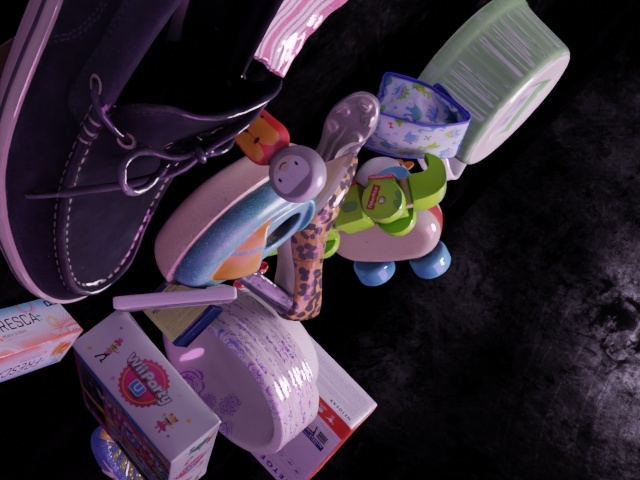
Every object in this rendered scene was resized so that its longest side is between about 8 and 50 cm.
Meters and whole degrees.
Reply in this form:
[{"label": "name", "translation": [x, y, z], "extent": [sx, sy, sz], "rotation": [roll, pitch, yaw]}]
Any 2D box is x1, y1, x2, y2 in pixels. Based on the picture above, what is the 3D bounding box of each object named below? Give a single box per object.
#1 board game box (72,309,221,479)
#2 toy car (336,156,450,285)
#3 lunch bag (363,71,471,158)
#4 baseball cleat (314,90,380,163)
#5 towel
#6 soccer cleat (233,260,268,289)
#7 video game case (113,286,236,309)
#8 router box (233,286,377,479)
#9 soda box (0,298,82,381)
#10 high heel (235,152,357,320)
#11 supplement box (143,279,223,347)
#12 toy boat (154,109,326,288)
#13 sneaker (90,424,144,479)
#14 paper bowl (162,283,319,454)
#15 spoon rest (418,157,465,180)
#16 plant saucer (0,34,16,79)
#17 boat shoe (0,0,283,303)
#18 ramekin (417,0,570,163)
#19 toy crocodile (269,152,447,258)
[{"label": "board game box", "translation": [-0.263, 0.258, 1.466], "extent": [0.097, 0.224, 0.303], "rotation": [-37, 165, -25]}, {"label": "toy car", "translation": [0.128, -0.080, 1.765], "extent": [0.210, 0.219, 0.238], "rotation": [-9, -137, 27]}, {"label": "lunch bag", "translation": [0.155, -0.187, 1.535], "extent": [0.129, 0.151, 0.096], "rotation": [98, 12, -69]}, {"label": "baseball cleat", "translation": [0.040, -0.167, 1.482], "extent": [0.206, 0.072, 0.109], "rotation": [-52, -179, 45]}, {"label": "towel", "translation": [-0.029, -0.252, 1.029], "extent": [0.144, 0.029, 0.197], "rotation": [-47, 168, 6]}, {"label": "soccer cleat", "translation": [-0.126, 0.067, 1.752], "extent": [0.083, 0.029, 0.035], "rotation": [-42, 164, -36]}, {"label": "video game case", "translation": [-0.195, 0.080, 1.311], "extent": [0.157, 0.019, 0.143], "rotation": [-4, 175, -8]}, {"label": "router box", "translation": [-0.091, 0.280, 1.832], "extent": [0.082, 0.335, 0.301], "rotation": [-35, 164, -41]}, {"label": "soda box", "translation": [-0.352, 0.116, 1.084], "extent": [0.058, 0.063, 0.183], "rotation": [-49, 166, 21]}, {"label": "high heel", "translation": [0.000, 0.000, 1.487], "extent": [0.261, 0.093, 0.186], "rotation": [-49, 134, 1]}, {"label": "supplement box", "translation": [-0.208, 0.102, 1.462], "extent": [0.083, 0.083, 0.056], "rotation": [-45, 168, 1]}, {"label": "toy boat", "translation": [-0.083, -0.045, 1.243], "extent": [0.267, 0.148, 0.318], "rotation": [-38, 166, -28]}, {"label": "sneaker", "translation": [-0.385, 0.426, 1.880], "extent": [0.296, 0.131, 0.111], "rotation": [60, 38, -56]}, {"label": "paper bowl", "translation": [-0.116, 0.200, 1.608], "extent": [0.148, 0.284, 0.284], "rotation": [-37, 165, -34]}, {"label": "spoon rest", "translation": [0.249, -0.172, 1.943], "extent": [0.137, 0.084, 0.276], "rotation": [-18, -168, 21]}, {"label": "plant saucer", "translation": [-0.236, -0.111, 0.812], "extent": [0.168, 0.029, 0.168], "rotation": [-43, 167, -12]}, {"label": "boat shoe", "translation": [-0.126, -0.118, 0.742], "extent": [0.187, 0.156, 0.500], "rotation": [-34, 158, -52]}, {"label": "ramekin", "translation": [0.302, -0.278, 1.741], "extent": [0.303, 0.148, 0.303], "rotation": [-42, 167, -12]}, {"label": "toy crocodile", "translation": [0.043, -0.049, 1.563], "extent": [0.341, 0.105, 0.115], "rotation": [-17, 162, 14]}]
